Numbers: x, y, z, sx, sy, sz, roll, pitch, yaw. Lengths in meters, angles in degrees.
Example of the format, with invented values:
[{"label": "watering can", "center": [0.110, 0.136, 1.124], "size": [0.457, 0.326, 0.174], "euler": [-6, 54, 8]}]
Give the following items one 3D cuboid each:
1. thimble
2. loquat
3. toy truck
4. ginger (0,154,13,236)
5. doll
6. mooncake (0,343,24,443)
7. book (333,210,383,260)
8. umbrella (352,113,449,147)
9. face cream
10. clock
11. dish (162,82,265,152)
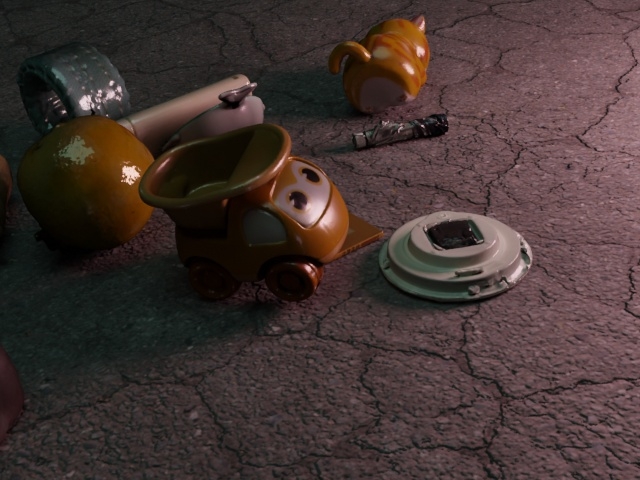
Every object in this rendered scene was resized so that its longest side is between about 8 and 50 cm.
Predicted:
[{"label": "thimble", "center": [-0.495, -0.284, 1.911], "size": [0.143, 0.198, 0.235], "euler": [-31, 72, -35]}, {"label": "loquat", "center": [-0.386, -0.086, 1.558], "size": [0.244, 0.243, 0.244], "euler": [-5, 32, 3]}, {"label": "toy truck", "center": [-0.107, -0.040, 1.417], "size": [0.288, 0.211, 0.204], "euler": [-3, 37, 20]}, {"label": "ginger", "center": [-0.618, -0.049, 1.615], "size": [0.190, 0.126, 0.354], "euler": [-8, 33, 8]}, {"label": "doll", "center": [0.139, -0.367, 1.960], "size": [0.167, 0.162, 0.269], "euler": [-10, 19, 23]}, {"label": "mooncake", "center": [-0.549, 0.188, 1.207], "size": [0.306, 0.154, 0.306], "euler": [-7, 32, 4]}, {"label": "book", "center": [0.000, 0.000, 1.531], "size": [0.172, 0.012, 0.118], "euler": [-25, 36, -26]}, {"label": "umbrella", "center": [0.153, -0.214, 1.810], "size": [0.188, 0.050, 0.046], "euler": [-11, 11, -7]}, {"label": "face cream", "center": [-0.298, -0.209, 1.793], "size": [0.349, 0.173, 0.081], "euler": [-27, 78, -29]}, {"label": "clock", "center": [0.205, 0.009, 1.443], "size": [0.237, 0.053, 0.236], "euler": [-5, 33, 3]}, {"label": "dish", "center": [-0.175, -0.194, 1.747], "size": [0.224, 0.246, 0.078], "euler": [-24, 81, -30]}]
